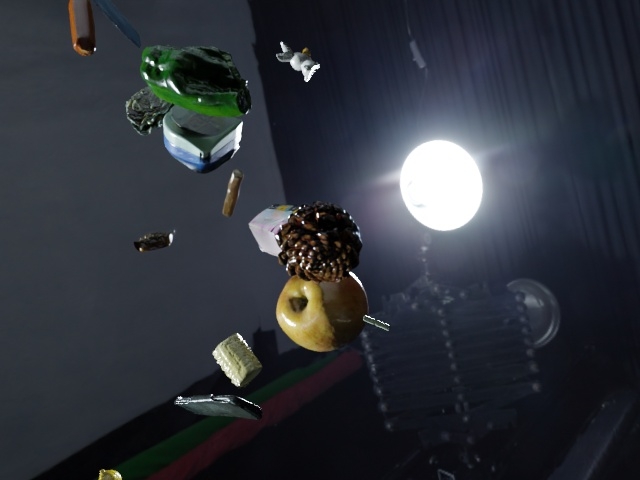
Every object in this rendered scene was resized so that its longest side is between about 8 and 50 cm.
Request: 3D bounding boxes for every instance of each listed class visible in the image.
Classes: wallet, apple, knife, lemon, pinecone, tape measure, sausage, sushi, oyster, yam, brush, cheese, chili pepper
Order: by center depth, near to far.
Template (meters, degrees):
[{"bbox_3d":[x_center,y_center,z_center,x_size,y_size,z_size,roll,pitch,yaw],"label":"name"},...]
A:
[{"bbox_3d":[-0.461,-0.415,0.811,0.041,0.131,0.039,-30,157,37],"label":"sausage"},{"bbox_3d":[0.000,0.000,1.062,0.221,0.221,0.221,-14,-175,1],"label":"pinecone"},{"bbox_3d":[-0.579,-0.638,1.082,0.019,0.313,0.044,-12,-145,54],"label":"knife"},{"bbox_3d":[0.164,0.242,1.230,0.084,0.016,0.013,23,163,-3],"label":"brush"},{"bbox_3d":[-0.642,0.736,1.275,0.065,0.092,0.065,-39,177,-2],"label":"lemon"},{"bbox_3d":[-0.521,-0.001,1.324,0.120,0.055,0.052,-13,-168,-11],"label":"sushi"},{"bbox_3d":[-0.408,-0.521,1.362,0.385,0.213,0.167,17,-149,12],"label":"chili pepper"},{"bbox_3d":[-0.301,0.438,1.528,0.123,0.167,0.094,-43,158,-2],"label":"cheese"},{"bbox_3d":[-0.383,0.610,1.546,0.318,0.172,0.045,-12,-132,31],"label":"wallet"},{"bbox_3d":[-0.462,-0.414,1.611,0.259,0.262,0.138,-56,176,-45],"label":"tape measure"},{"bbox_3d":[-0.652,-0.542,1.689,0.268,0.198,0.112,-40,164,-19],"label":"oyster"},{"bbox_3d":[-0.382,-0.203,1.819,0.057,0.057,0.241,-18,145,-42],"label":"yam"},{"bbox_3d":[0.003,0.293,1.839,0.391,0.391,0.346,-11,161,25],"label":"apple"}]

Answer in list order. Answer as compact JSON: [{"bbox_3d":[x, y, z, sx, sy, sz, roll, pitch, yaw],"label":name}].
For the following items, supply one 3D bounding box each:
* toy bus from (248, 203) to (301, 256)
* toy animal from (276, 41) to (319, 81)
[{"bbox_3d":[-0.130,-0.027,1.530,0.162,0.171,0.386,-38,-162,-17],"label":"toy bus"},{"bbox_3d":[-0.099,-0.840,1.926,0.131,0.182,0.127,-54,174,10],"label":"toy animal"}]
